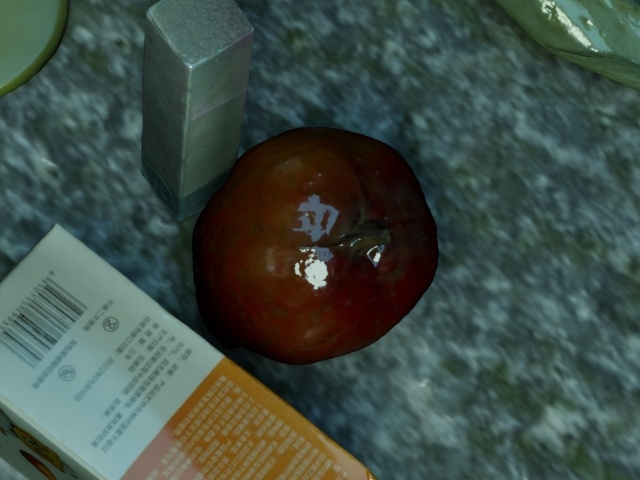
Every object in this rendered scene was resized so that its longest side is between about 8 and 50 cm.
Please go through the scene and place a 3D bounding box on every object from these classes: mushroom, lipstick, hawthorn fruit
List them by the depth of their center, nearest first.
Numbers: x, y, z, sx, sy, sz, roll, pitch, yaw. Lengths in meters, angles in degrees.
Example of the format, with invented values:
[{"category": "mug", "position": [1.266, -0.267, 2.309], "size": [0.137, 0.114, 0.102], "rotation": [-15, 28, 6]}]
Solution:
[{"category": "lipstick", "position": [-0.109, -0.111, 1.412], "size": [0.068, 0.317, 0.066], "rotation": [-32, 76, -17]}, {"category": "hawthorn fruit", "position": [0.000, 0.000, 1.426], "size": [0.215, 0.249, 0.215], "rotation": [2, 83, -19]}, {"category": "mushroom", "position": [0.255, -0.225, 1.626], "size": [0.333, 0.087, 0.107], "rotation": [42, 70, 7]}]

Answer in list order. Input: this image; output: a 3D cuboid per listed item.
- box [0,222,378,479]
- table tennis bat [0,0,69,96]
[{"category": "box", "position": [-0.131, 0.172, 1.354], "size": [0.341, 0.225, 0.143], "rotation": [38, 69, 8]}, {"category": "table tennis bat", "position": [-0.406, -0.278, 1.586], "size": [0.368, 0.054, 0.224], "rotation": [41, 75, 5]}]
